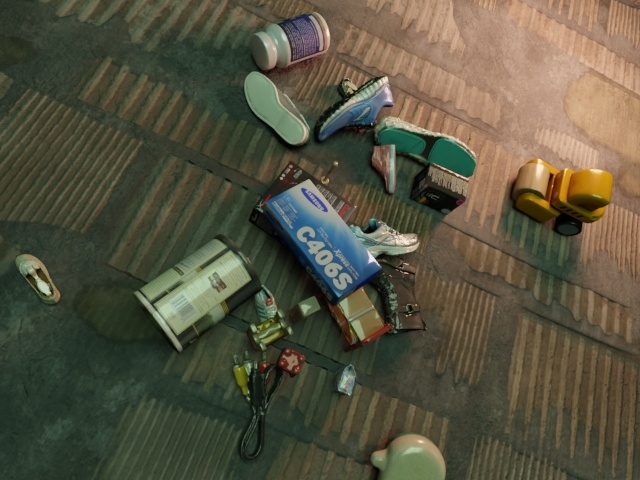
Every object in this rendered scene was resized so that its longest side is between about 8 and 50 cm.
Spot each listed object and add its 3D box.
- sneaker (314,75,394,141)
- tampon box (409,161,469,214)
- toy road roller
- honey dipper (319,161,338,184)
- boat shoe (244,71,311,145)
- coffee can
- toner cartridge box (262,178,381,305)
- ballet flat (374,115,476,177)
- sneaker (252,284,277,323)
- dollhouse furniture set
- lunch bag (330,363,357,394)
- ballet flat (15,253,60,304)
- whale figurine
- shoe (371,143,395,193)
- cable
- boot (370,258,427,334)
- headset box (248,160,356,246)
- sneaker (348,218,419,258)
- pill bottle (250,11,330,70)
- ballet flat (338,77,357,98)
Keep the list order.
[{"bbox_3d":[0.127,-0.440,1.620,0.330,0.130,0.147,-34,111,-4],"label":"sneaker"},{"bbox_3d":[0.425,-0.184,1.636,0.161,0.120,0.101,22,65,-8],"label":"tampon box"},{"bbox_3d":[0.929,-0.188,1.727,0.329,0.240,0.202,27,65,-6],"label":"toy road roller"},{"bbox_3d":[0.027,-0.218,1.504,0.030,0.161,0.030,6,69,-16],"label":"honey dipper"},{"bbox_3d":[-0.147,-0.453,1.592,0.319,0.116,0.099,50,22,12],"label":"boat shoe"},{"bbox_3d":[-0.330,0.140,1.242,0.275,0.201,0.201,-37,85,-25],"label":"coffee can"},{"bbox_3d":[0.000,0.000,1.314,0.165,0.075,0.348,-31,74,-27],"label":"toner cartridge box"},{"bbox_3d":[0.394,-0.364,1.694,0.409,0.147,0.147,21,66,-9],"label":"ballet flat"},{"bbox_3d":[-0.155,0.202,1.342,0.057,0.075,0.161,-20,77,-22],"label":"sneaker"},{"bbox_3d":[-0.009,0.262,1.321,0.374,0.152,0.201,-25,80,-24],"label":"dollhouse furniture set"},{"bbox_3d":[0.072,0.408,1.340,0.053,0.071,0.083,23,65,-10],"label":"lunch bag"},{"bbox_3d":[-0.749,0.096,1.211,0.057,0.052,0.168,-40,85,-25],"label":"ballet flat"},{"bbox_3d":[0.220,0.662,1.279,0.216,0.141,0.272,39,89,0],"label":"whale figurine"},{"bbox_3d":[0.227,-0.256,1.640,0.081,0.063,0.178,0,88,16],"label":"shoe"},{"bbox_3d":[-0.175,0.454,1.273,0.139,0.072,0.287,4,81,-34],"label":"cable"},{"bbox_3d":[0.218,0.184,1.456,0.263,0.091,0.229,6,69,-17],"label":"boot"},{"bbox_3d":[-0.044,-0.077,1.459,0.293,0.110,0.218,36,64,-2],"label":"headset box"},{"bbox_3d":[0.208,-0.012,1.481,0.283,0.110,0.122,-8,99,-29],"label":"sneaker"},{"bbox_3d":[-0.110,-0.714,1.648,0.264,0.153,0.153,-30,81,-24],"label":"pill bottle"},{"bbox_3d":[0.132,-0.527,1.703,0.070,0.070,0.188,-36,84,-25],"label":"ballet flat"}]
